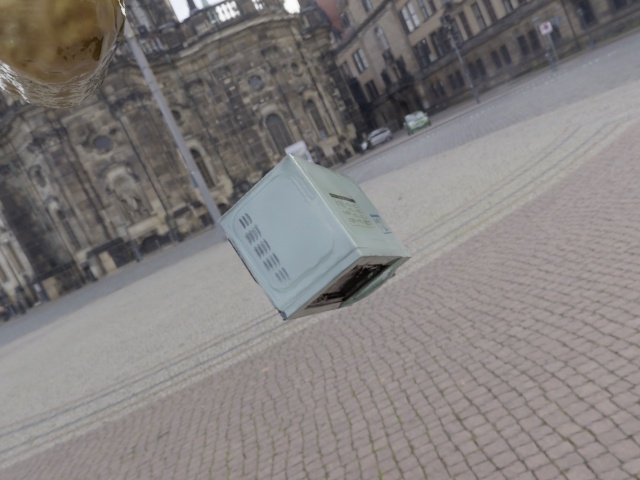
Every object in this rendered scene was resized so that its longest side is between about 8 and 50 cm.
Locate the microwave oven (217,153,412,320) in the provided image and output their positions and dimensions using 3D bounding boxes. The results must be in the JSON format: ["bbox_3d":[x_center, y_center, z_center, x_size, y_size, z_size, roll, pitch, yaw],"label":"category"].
[{"bbox_3d":[0.000,0.000,0.676,0.122,0.162,0.208,-41,-16,17],"label":"microwave oven"}]

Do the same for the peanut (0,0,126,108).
[{"bbox_3d":[-0.207,-0.166,0.422,0.110,0.120,0.236,-19,12,-17],"label":"peanut"}]
